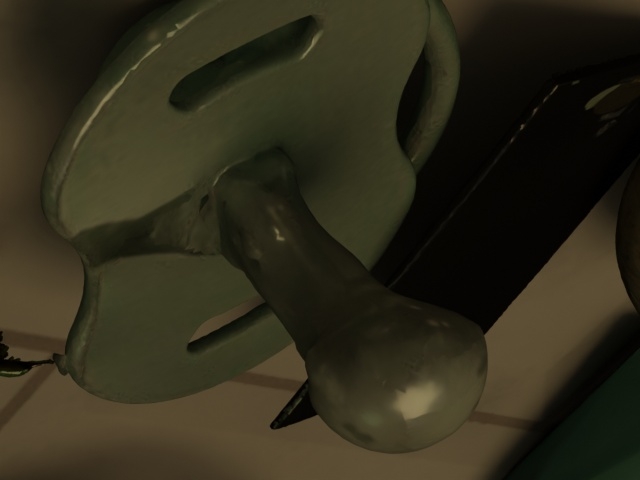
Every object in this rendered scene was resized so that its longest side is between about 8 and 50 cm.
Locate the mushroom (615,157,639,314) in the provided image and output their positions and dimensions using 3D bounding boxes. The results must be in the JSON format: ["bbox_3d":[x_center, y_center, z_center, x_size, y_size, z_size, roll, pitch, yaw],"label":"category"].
[{"bbox_3d":[0.305,0.009,1.365,0.189,0.195,0.254,-38,143,20],"label":"mushroom"}]

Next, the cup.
[{"bbox_3d":[0.252,0.182,1.618,0.148,0.134,0.235,29,132,-13],"label":"cup"}]

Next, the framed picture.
[{"bbox_3d":[0.121,-0.006,1.306,0.244,0.013,0.324,-18,151,-52],"label":"framed picture"}]

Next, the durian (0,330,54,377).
[{"bbox_3d":[-0.271,0.041,1.105,0.221,0.137,0.095,10,87,-31],"label":"durian"}]

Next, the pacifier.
[{"bbox_3d":[0.000,0.000,1.087,0.288,0.269,0.343,-31,152,-19],"label":"pacifier"}]
